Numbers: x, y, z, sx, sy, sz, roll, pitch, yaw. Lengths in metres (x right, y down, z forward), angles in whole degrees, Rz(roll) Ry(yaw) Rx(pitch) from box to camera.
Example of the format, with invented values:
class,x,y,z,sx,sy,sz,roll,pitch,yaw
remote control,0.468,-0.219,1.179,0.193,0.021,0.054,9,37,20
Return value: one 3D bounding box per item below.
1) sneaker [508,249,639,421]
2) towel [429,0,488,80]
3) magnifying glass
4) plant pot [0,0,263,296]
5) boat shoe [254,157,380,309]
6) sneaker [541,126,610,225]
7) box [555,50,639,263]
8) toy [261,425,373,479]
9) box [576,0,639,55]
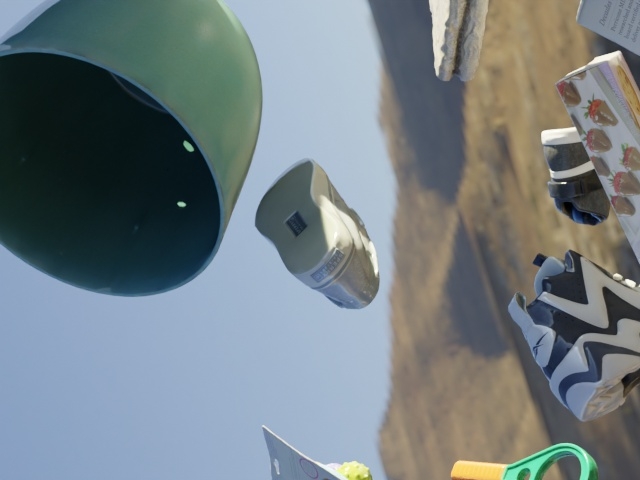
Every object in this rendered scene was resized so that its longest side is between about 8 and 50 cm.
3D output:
class,x,y,z,sx,sy,sz,roll,pitch,yaw
sneaker,0.262,0.057,1.532,0.153,0.235,0.094,50,145,26
towel,0.152,-0.314,1.739,0.187,0.049,0.282,-91,7,-54
magnifying glass,0.239,0.283,2.065,0.026,0.231,0.092,35,-112,-32
plant pot,-0.190,-0.131,1.712,0.293,0.293,0.235,67,-147,-33
boat shoe,0.001,0.000,1.550,0.081,0.079,0.227,44,-171,-24
sneaker,0.339,-0.080,2.111,0.217,0.079,0.121,-8,-85,-49
box,0.341,-0.035,1.784,0.324,0.063,0.067,64,-151,-4
toy,0.044,0.289,1.906,0.237,0.056,0.137,33,148,32
box,0.340,-0.273,1.550,0.181,0.119,0.182,-39,-28,-43
